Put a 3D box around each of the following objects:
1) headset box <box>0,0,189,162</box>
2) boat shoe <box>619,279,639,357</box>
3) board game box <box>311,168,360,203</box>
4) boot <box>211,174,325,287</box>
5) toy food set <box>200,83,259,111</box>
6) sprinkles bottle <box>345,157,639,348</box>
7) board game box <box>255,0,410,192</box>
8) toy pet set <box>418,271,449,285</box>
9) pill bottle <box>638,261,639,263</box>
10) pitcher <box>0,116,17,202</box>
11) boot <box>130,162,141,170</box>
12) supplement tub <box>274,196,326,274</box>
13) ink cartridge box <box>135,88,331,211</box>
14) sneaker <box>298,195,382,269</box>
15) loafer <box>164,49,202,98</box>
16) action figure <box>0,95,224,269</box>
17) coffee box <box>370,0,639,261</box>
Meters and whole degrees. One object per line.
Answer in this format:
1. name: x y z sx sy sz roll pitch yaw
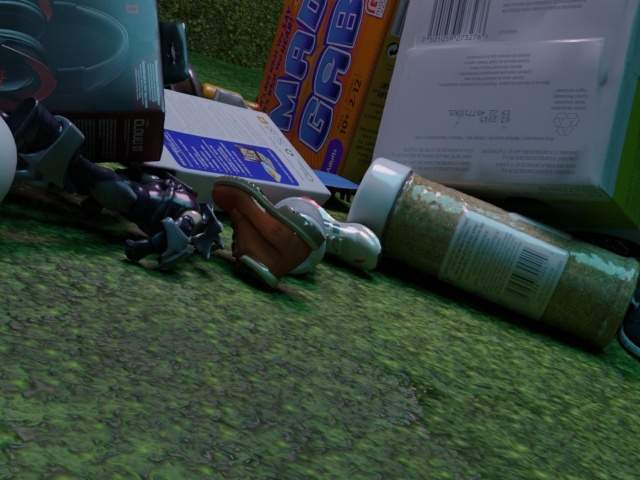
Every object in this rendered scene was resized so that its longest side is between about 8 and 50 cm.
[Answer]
1. headset box: -0.289 -0.200 1.123 0.293 0.218 0.110 -1 -25 -13
2. boat shoe: 0.454 0.099 1.391 0.114 0.091 0.302 17 12 -4
3. board game box: -0.014 -0.088 1.671 0.133 0.033 0.168 7 11 -25
4. boot: -0.077 -0.011 1.113 0.158 0.085 0.059 34 -9 38
5. toy food set: -0.135 -0.179 1.696 0.104 0.111 0.232 13 11 -21
6. sprinkles bottle: 0.210 0.014 1.316 0.355 0.121 0.121 23 13 10
7. board game box: 0.132 -0.285 1.973 0.356 0.356 0.356 10 14 -33
8. toy pet set: 0.137 0.001 1.420 0.122 0.065 0.114 21 13 11
9. pill bottle: 0.597 0.012 1.709 0.362 0.210 0.210 18 12 -1
10. pitcher: -0.363 -0.055 0.844 0.177 0.126 0.207 9 20 20
11. boot: -0.224 -0.149 1.447 0.219 0.106 0.082 25 12 25
12. supplement tub: -0.029 -0.007 1.199 0.071 0.071 0.107 17 11 -5
13. ink cartridge box: -0.152 -0.115 1.344 0.371 0.069 0.176 8 38 -56
14. sneaker: 0.000 0.000 1.285 0.161 0.057 0.075 31 37 35
15. loafer: -0.346 -0.249 1.735 0.365 0.134 0.130 16 35 35
16. action figure: -0.209 -0.047 1.059 0.285 0.099 0.185 28 -3 -38
17. coffee box: 0.320 -0.179 1.489 0.337 0.338 0.334 6 -14 35
